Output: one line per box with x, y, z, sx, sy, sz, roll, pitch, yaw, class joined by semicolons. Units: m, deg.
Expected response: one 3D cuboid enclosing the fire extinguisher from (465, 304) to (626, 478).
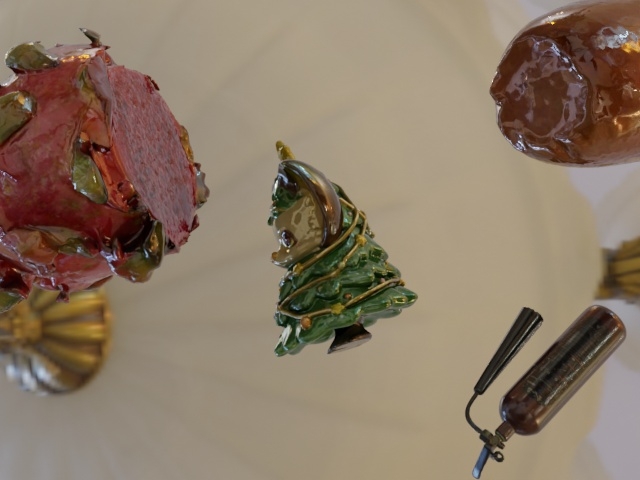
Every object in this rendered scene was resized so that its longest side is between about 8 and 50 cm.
0.098;0.064;0.767;0.100;0.032;0.046;-43;-91;-19;fire extinguisher

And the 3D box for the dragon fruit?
-0.133;-0.025;0.846;0.208;0.150;0.133;-41;-136;54;dragon fruit

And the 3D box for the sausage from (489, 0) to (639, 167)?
0.160;-0.077;0.697;0.076;0.197;0.076;26;-56;47;sausage

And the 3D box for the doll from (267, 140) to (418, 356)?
0.011;0.002;0.834;0.077;0.078;0.113;-3;-101;-6;doll
